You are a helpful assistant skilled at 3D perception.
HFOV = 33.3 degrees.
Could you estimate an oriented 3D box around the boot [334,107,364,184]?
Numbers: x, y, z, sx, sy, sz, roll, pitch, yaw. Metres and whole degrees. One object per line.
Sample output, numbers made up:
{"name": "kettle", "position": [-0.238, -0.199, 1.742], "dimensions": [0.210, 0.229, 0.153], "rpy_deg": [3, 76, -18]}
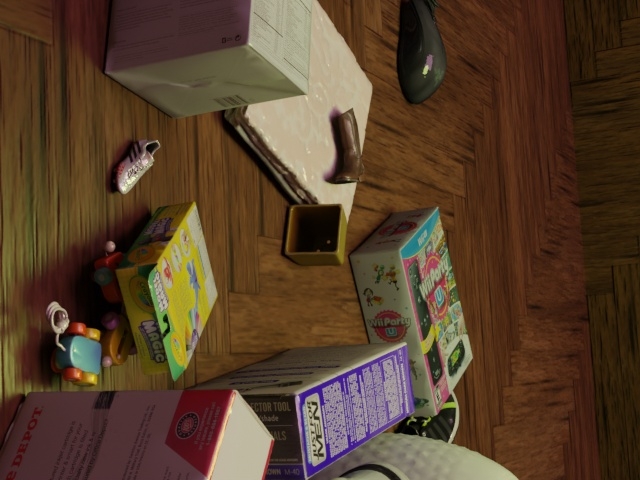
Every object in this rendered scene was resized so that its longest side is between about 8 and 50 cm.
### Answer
{"name": "boot", "position": [0.039, -0.144, 1.622], "dimensions": [0.106, 0.037, 0.114], "rpy_deg": [-25, 110, -75]}

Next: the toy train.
{"name": "toy train", "position": [-0.243, 0.081, 1.118], "dimensions": [0.166, 0.046, 0.125], "rpy_deg": [-48, 125, -60]}

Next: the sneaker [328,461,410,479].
{"name": "sneaker", "position": [-0.043, 0.402, 1.197], "dimensions": [0.366, 0.137, 0.210], "rpy_deg": [-55, 154, 3]}

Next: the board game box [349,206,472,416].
{"name": "board game box", "position": [0.163, 0.122, 1.868], "dimensions": [0.224, 0.097, 0.303], "rpy_deg": [-42, 121, -59]}

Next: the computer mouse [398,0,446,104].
{"name": "computer mouse", "position": [0.204, -0.399, 2.090], "dimensions": [0.188, 0.072, 0.272], "rpy_deg": [30, 58, -60]}

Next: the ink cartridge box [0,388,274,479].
{"name": "ink cartridge box", "position": [-0.183, 0.234, 0.986], "dimensions": [0.100, 0.237, 0.172], "rpy_deg": [60, 35, -44]}

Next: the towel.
{"name": "towel", "position": [-0.024, -0.215, 1.613], "dimensions": [0.332, 0.053, 0.317], "rpy_deg": [50, 43, -49]}

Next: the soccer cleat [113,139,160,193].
{"name": "soccer cleat", "position": [-0.210, -0.086, 1.227], "dimensions": [0.029, 0.035, 0.083], "rpy_deg": [62, 33, -37]}

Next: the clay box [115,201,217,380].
{"name": "clay box", "position": [-0.169, 0.054, 1.186], "dimensions": [0.222, 0.053, 0.127], "rpy_deg": [-73, 153, -68]}

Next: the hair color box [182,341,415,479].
{"name": "hair color box", "position": [-0.028, 0.210, 1.360], "dimensions": [0.339, 0.185, 0.110], "rpy_deg": [-8, 91, -63]}

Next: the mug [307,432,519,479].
{"name": "mug", "position": [0.094, 0.436, 1.393], "dimensions": [0.276, 0.328, 0.374], "rpy_deg": [35, 53, -56]}

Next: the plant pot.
{"name": "plant pot", "position": [0.000, 0.000, 1.589], "dimensions": [0.083, 0.081, 0.081], "rpy_deg": [59, 33, -61]}

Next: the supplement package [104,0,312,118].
{"name": "supplement package", "position": [-0.125, -0.275, 1.262], "dimensions": [0.149, 0.194, 0.203], "rpy_deg": [32, 57, -59]}

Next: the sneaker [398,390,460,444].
{"name": "sneaker", "position": [0.184, 0.336, 1.873], "dimensions": [0.097, 0.084, 0.234], "rpy_deg": [55, 38, -42]}
